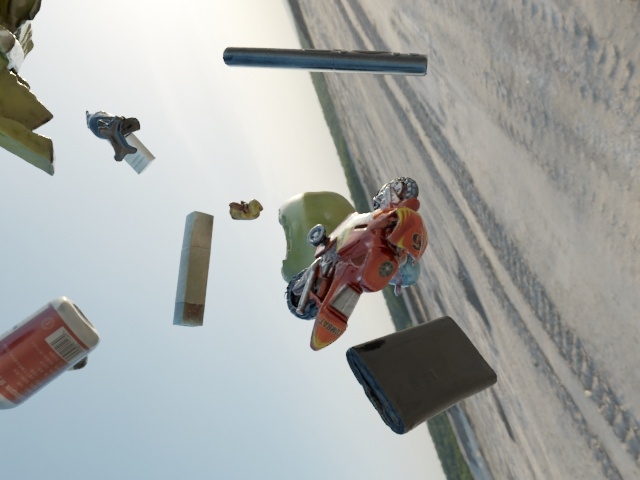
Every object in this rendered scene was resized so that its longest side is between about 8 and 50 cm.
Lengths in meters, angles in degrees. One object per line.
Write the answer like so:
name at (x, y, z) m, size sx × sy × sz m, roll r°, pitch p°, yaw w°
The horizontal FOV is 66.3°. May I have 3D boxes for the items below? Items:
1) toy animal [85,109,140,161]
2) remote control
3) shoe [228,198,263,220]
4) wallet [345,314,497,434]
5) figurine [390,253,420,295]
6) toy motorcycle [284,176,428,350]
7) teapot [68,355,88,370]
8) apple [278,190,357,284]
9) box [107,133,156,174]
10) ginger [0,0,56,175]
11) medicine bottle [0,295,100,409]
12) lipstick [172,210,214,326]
toy animal at (-0.576, -0.326, 1.351) m, size 0.210 × 0.117 × 0.121 m, roll 41°, pitch 163°, yaw 35°
remote control at (0.011, -0.341, 0.931) m, size 0.107 × 0.377 × 0.044 m, roll -65°, pitch -21°, yaw -65°
shoe at (-0.247, -0.099, 1.606) m, size 0.069 × 0.109 × 0.072 m, roll 76°, pitch -154°, yaw -47°
wallet at (0.265, 0.319, 1.232) m, size 0.406 × 0.062 × 0.228 m, roll -5°, pitch -132°, yaw -42°
figurine at (0.206, 0.012, 1.216) m, size 0.205 × 0.103 × 0.260 m, roll -103°, pitch 9°, yaw -65°
toy motorcycle at (0.062, 0.024, 0.770) m, size 0.089 × 0.298 × 0.171 m, roll 39°, pitch -176°, yaw -41°
teapot at (-0.803, 0.302, 1.444) m, size 0.178 × 0.221 × 0.163 m, roll -92°, pitch -24°, yaw -48°
apple at (0.000, 0.000, 1.302) m, size 0.279 × 0.279 × 0.279 m, roll -21°, pitch -90°, yaw -84°
box at (-0.630, -0.303, 1.629) m, size 0.154 × 0.084 × 0.040 m, roll 49°, pitch -143°, yaw -9°
ginger at (-0.562, -0.323, 0.858) m, size 0.358 × 0.211 × 0.413 m, roll -65°, pitch -15°, yaw -72°
medicine bottle at (-0.566, 0.227, 0.943) m, size 0.131 × 0.250 × 0.131 m, roll 43°, pitch 158°, yaw 22°
lipstick at (-0.413, 0.092, 1.602) m, size 0.080 × 0.076 × 0.371 m, roll 15°, pitch -110°, yaw -35°
